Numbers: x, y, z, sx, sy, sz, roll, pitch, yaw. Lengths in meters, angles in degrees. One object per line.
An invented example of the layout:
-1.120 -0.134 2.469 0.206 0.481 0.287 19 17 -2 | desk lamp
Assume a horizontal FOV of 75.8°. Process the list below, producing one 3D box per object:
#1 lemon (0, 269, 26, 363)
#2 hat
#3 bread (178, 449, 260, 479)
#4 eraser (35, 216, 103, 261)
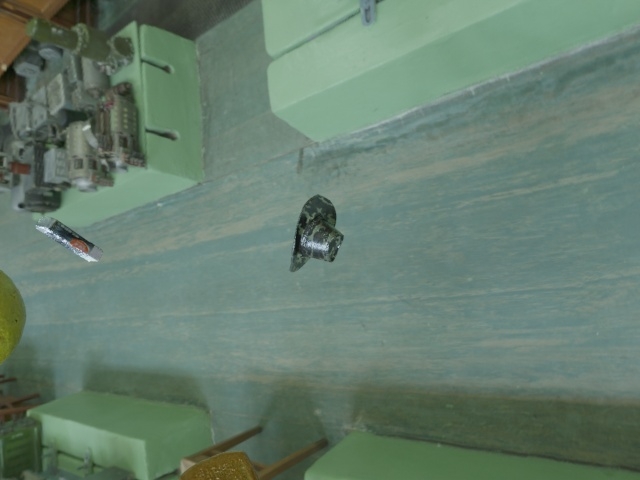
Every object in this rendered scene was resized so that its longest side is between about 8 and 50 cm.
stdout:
-0.684 0.153 0.721 0.241 0.219 0.240 1 102 5 | lemon
0.000 0.000 0.531 0.051 0.121 0.121 24 102 18 | hat
-0.125 0.415 0.593 0.200 0.116 0.077 51 135 35 | bread
-0.387 -0.002 0.639 0.019 0.099 0.027 -26 36 27 | eraser
